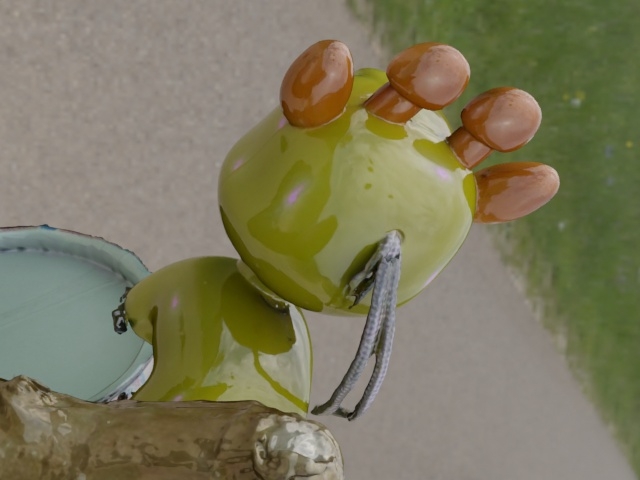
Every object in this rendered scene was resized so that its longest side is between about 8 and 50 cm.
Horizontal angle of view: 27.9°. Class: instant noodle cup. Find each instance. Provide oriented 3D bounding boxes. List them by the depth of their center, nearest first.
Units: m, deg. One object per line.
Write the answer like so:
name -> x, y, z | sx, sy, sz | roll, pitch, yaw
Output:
instant noodle cup -> -0.183, 0.134, 0.793 | 0.243, 0.243, 0.231 | -61, 158, -51

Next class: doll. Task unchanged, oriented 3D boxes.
doll -> 0.000, 0.000, 0.572 | 0.143, 0.221, 0.135 | 29, 31, -31

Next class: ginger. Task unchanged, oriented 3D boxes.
ginger -> -0.136, 0.068, 0.478 | 0.086, 0.294, 0.131 | -76, 167, -55
